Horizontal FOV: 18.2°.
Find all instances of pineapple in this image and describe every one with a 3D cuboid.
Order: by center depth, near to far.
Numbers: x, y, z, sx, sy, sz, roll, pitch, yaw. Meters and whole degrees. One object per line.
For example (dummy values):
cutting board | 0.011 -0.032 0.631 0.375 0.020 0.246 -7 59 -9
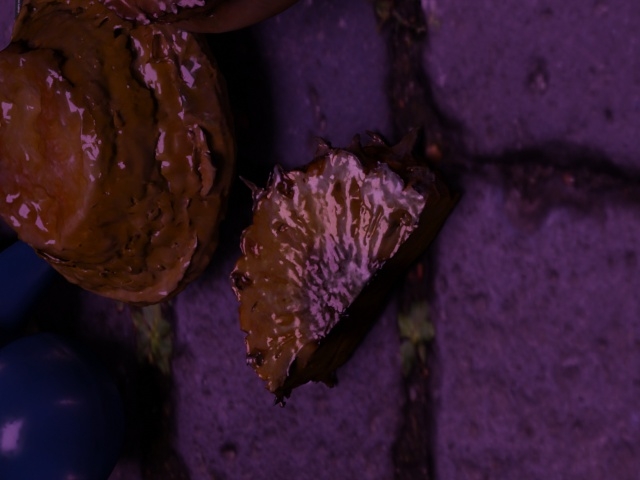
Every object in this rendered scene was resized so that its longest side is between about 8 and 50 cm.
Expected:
pineapple | -0.001 0.000 1.474 0.135 0.079 0.233 45 122 19

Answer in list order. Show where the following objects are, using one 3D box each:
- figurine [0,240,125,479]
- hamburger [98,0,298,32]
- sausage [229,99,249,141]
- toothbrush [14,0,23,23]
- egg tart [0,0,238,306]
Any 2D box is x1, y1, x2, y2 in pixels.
figurine | -0.330 0.088 1.755 0.416 0.243 0.298 21 105 19
hamburger | -0.094 -0.306 1.412 0.284 0.174 0.304 -52 56 25
sausage | -0.127 -0.140 1.602 0.223 0.029 0.029 41 125 33
toothbrush | -0.257 -0.211 1.730 0.024 0.018 0.257 30 120 45
egg tart | -0.187 -0.081 1.571 0.294 0.123 0.294 21 119 43
